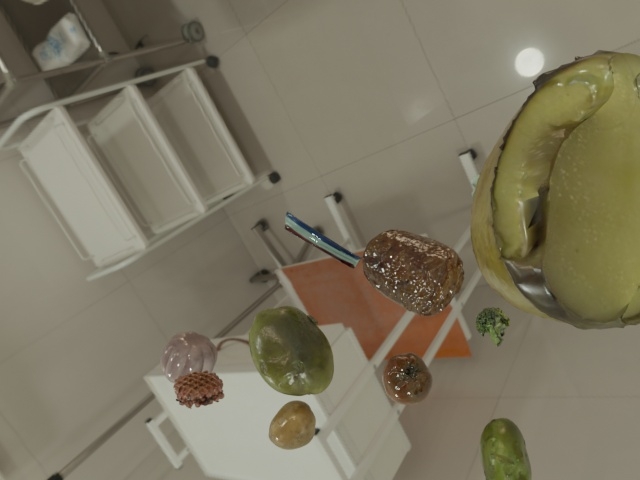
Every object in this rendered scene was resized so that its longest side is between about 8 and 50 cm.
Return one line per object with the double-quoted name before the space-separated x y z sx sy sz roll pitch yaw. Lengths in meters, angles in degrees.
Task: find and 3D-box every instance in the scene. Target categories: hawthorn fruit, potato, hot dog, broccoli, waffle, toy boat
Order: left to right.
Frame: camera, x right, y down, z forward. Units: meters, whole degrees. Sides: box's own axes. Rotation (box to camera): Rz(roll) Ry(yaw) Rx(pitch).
"waffle" -0.190 0.229 0.775 0.083 0.075 0.029 -148 62 -64
"potato" -0.071 0.270 1.228 0.148 0.197 0.228 125 139 -50
"potato" -0.068 0.470 1.253 0.112 0.112 0.147 44 126 5
"toy boat" 0.000 0.000 1.281 0.229 0.080 0.045 30 90 7
"hawthorn fruit" 0.325 0.554 1.943 0.199 0.199 0.251 35 146 14
"hot dog" 0.326 0.105 1.731 0.388 0.174 0.266 27 90 45
"broccoli" 0.402 0.198 1.151 0.097 0.095 0.092 110 146 -49
"potato" 0.577 0.694 1.567 0.149 0.253 0.186 -19 140 30
"potato" 0.273 -0.037 0.557 0.243 0.243 0.285 -6 73 39

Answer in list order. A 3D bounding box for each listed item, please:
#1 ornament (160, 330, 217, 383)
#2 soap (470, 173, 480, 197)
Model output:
"ornament" -0.423 0.385 1.592 0.178 0.177 0.177 19 128 26
"soap" 0.560 -0.097 1.411 0.160 0.087 0.265 -25 125 33
